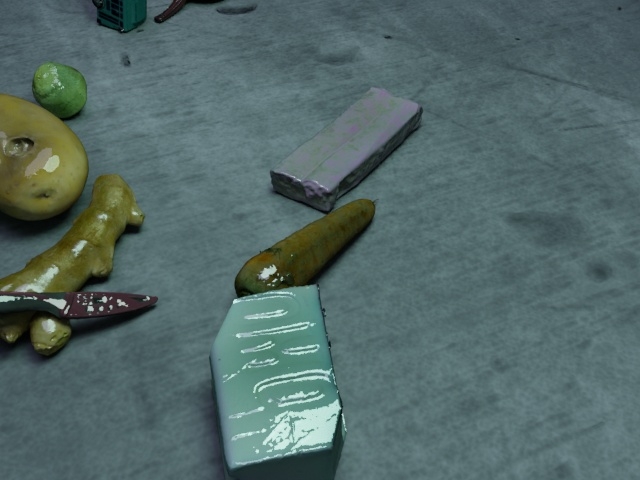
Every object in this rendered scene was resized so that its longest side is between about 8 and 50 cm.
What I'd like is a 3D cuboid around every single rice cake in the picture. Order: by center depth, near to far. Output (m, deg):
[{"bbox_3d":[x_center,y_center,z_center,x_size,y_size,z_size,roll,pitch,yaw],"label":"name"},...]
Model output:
[{"bbox_3d":[0.050,-0.150,1.159,0.106,0.050,0.298,26,49,23],"label":"rice cake"}]

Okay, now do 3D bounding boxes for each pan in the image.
[{"bbox_3d":[-0.271,-0.506,1.510,0.114,0.040,0.212,21,46,24],"label":"pan"}]

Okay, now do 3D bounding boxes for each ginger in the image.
[{"bbox_3d":[-0.323,0.015,0.956,0.118,0.065,0.299,26,48,-4],"label":"ginger"}]

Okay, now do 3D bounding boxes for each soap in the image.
[{"bbox_3d":[-0.048,0.155,0.815,0.145,0.091,0.230,-7,47,-11],"label":"soap"}]

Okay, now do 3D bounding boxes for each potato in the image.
[{"bbox_3d":[-0.426,-0.120,1.039,0.234,0.146,0.150,38,97,15],"label":"potato"}]

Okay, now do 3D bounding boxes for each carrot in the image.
[{"bbox_3d":[0.000,0.000,0.995,0.078,0.078,0.298,30,45,24],"label":"carrot"}]

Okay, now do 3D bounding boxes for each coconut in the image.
[{"bbox_3d":[-0.425,-0.246,1.205,0.087,0.096,0.088,-4,78,18],"label":"coconut"}]

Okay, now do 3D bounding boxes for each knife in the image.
[{"bbox_3d":[-0.309,0.076,0.866,0.247,0.018,0.035,2,58,-31],"label":"knife"}]

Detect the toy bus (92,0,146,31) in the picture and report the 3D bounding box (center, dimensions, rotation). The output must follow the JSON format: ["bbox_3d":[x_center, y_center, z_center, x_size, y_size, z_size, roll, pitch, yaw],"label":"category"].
[{"bbox_3d":[-0.378,-0.482,1.398,0.091,0.160,0.079,27,48,11],"label":"toy bus"}]
